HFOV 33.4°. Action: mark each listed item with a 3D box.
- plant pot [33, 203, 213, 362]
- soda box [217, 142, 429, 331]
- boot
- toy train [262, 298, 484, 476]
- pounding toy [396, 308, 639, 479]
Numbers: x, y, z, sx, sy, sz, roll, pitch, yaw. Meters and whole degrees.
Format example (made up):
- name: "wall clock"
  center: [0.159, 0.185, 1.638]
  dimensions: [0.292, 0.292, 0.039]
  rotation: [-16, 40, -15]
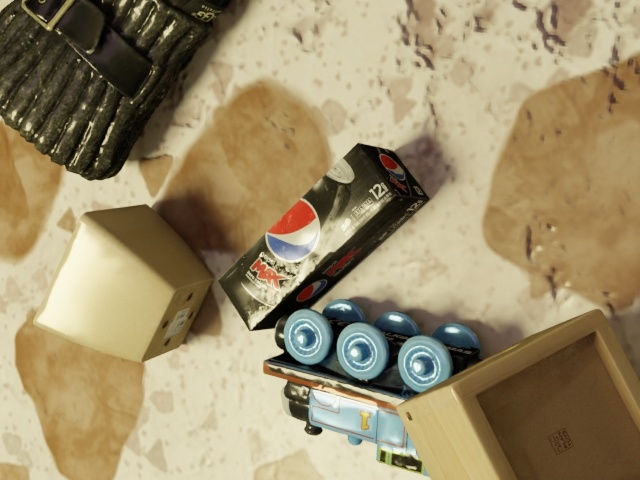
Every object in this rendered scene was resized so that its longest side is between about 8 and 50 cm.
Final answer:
- name: "plant pot"
  center: [-0.157, 0.042, 0.904]
  dimensions: [0.096, 0.109, 0.109]
  rotation: [31, 105, 15]
- name: "soda box"
  center: [0.000, 0.000, 0.831]
  dimensions: [0.169, 0.060, 0.053]
  rotation: [-44, 68, 23]
- name: "boot"
  center: [-0.227, -0.250, 0.929]
  dimensions: [0.260, 0.131, 0.348]
  rotation: [-47, 68, 22]
- name: "toy train"
  center: [0.042, 0.108, 0.797]
  dimensions: [0.184, 0.080, 0.105]
  rotation: [10, 100, 30]
- name: "pounding toy"
  center: [0.180, 0.159, 0.698]
  dimensions: [0.206, 0.181, 0.094]
  rotation: [64, 153, 7]
